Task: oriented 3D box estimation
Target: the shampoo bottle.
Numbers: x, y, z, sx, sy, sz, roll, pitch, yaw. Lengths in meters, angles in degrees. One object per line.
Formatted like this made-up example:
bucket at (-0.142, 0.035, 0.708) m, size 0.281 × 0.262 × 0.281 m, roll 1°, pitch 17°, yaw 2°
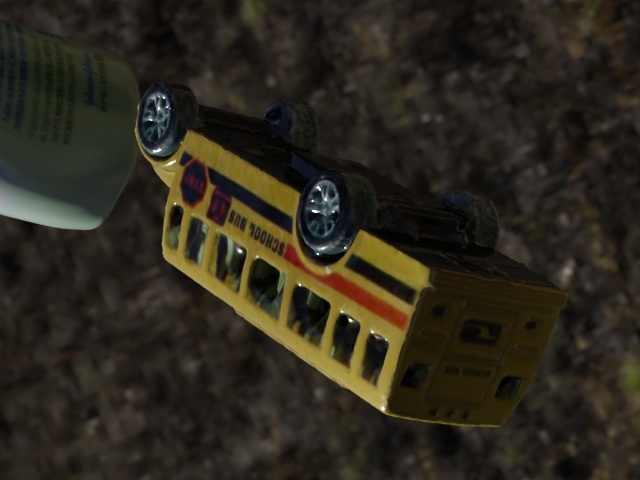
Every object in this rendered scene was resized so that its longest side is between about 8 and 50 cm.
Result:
shampoo bottle at (-0.349, -0.131, 1.856) m, size 0.151 × 0.349 × 0.222 m, roll -55°, pitch 31°, yaw 37°

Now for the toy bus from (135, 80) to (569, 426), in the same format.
toy bus at (0.000, 0.000, 1.234) m, size 0.335 × 0.121 × 0.123 m, roll 31°, pitch 108°, yaw 50°
